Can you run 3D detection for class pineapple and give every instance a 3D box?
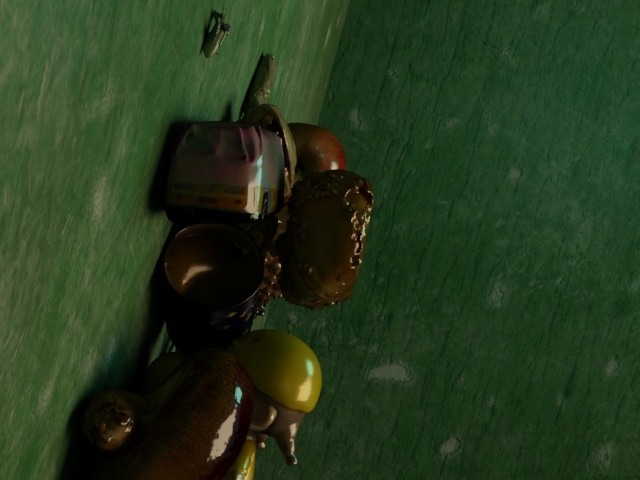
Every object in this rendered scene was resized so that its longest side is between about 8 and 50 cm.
[{"bbox_3d":[-0.156,0.080,2.349,0.357,0.223,0.223,-62,-178,27],"label":"pineapple"}]

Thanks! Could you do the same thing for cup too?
[{"bbox_3d":[-0.161,0.087,1.848,0.178,0.255,0.256,62,-19,23],"label":"cup"}]

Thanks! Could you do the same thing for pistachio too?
[{"bbox_3d":[-0.119,-0.173,2.019,0.229,0.157,0.157,89,16,-56],"label":"pistachio"}]

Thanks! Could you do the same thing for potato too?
[{"bbox_3d":[-0.275,0.314,1.847,0.146,0.150,0.233,-25,131,-34],"label":"potato"}]

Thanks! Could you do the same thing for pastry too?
[{"bbox_3d":[0.000,0.000,1.868,0.311,0.162,0.255,107,-4,-68],"label":"pastry"}]

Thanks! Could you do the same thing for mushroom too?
[{"bbox_3d":[-0.246,0.329,1.597,0.345,0.345,0.239,69,-4,-84],"label":"mushroom"}]

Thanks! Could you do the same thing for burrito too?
[{"bbox_3d":[-0.126,-0.325,2.159,0.058,0.045,0.188,-35,-147,53],"label":"burrito"}]

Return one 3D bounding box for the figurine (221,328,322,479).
[{"bbox_3d":[-0.129,0.320,1.792,0.215,0.187,0.343,19,-99,56],"label":"figurine"}]

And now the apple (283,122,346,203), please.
[{"bbox_3d":[-0.055,-0.164,2.486,0.241,0.242,0.242,98,8,-81],"label":"apple"}]

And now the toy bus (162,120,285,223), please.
[{"bbox_3d":[-0.157,-0.117,1.695,0.386,0.171,0.162,-57,148,-84],"label":"toy bus"}]

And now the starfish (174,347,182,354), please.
[{"bbox_3d":[-0.251,0.268,2.030,0.302,0.084,0.293,-22,-117,45],"label":"starfish"}]

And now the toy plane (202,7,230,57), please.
[{"bbox_3d":[-0.163,-0.326,1.609,0.080,0.033,0.083,169,-62,-78],"label":"toy plane"}]
